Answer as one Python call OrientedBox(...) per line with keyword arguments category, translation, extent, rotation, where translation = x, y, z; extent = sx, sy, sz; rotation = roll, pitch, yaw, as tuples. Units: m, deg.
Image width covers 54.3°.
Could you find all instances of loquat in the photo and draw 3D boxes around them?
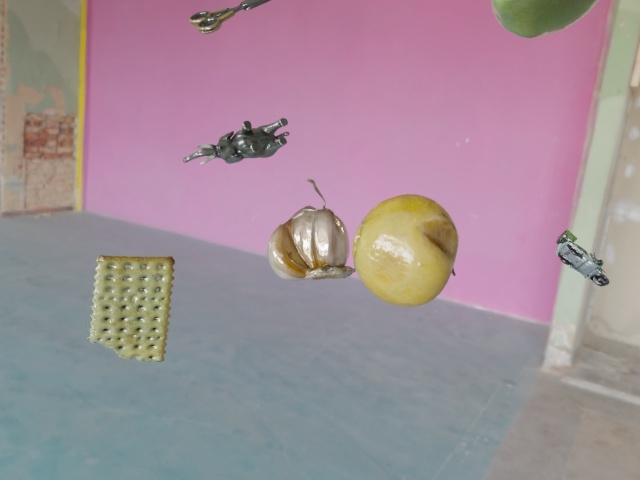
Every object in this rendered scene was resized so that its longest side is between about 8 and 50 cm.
OrientedBox(category="loquat", translation=(0.163, 0.018, 1.163), extent=(0.213, 0.213, 0.213), rotation=(7, 12, -2))

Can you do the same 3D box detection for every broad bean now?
OrientedBox(category="broad bean", translation=(0.328, -0.376, 0.905), extent=(0.169, 0.100, 0.228), rotation=(-14, -28, 27))

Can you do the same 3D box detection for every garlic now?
OrientedBox(category="garlic", translation=(0.000, 0.000, 1.364), extent=(0.207, 0.256, 0.207), rotation=(8, 48, -9))

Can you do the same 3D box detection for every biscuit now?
OrientedBox(category="biscuit", translation=(-0.332, 0.121, 1.093), extent=(0.144, 0.203, 0.016), rotation=(4, 16, -27))

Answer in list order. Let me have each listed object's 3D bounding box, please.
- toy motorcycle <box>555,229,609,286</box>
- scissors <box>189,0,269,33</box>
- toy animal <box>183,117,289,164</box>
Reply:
OrientedBox(category="toy motorcycle", translation=(0.713, 0.054, 1.691), extent=(0.173, 0.058, 0.100), rotation=(43, 40, 9))
OrientedBox(category="scissors", translation=(-0.151, -0.465, 1.237), extent=(0.220, 0.017, 0.088), rotation=(-28, 44, -14))
OrientedBox(category="toy animal", translation=(-0.193, -0.237, 1.536), extent=(0.269, 0.082, 0.137), rotation=(-18, -1, -31))
